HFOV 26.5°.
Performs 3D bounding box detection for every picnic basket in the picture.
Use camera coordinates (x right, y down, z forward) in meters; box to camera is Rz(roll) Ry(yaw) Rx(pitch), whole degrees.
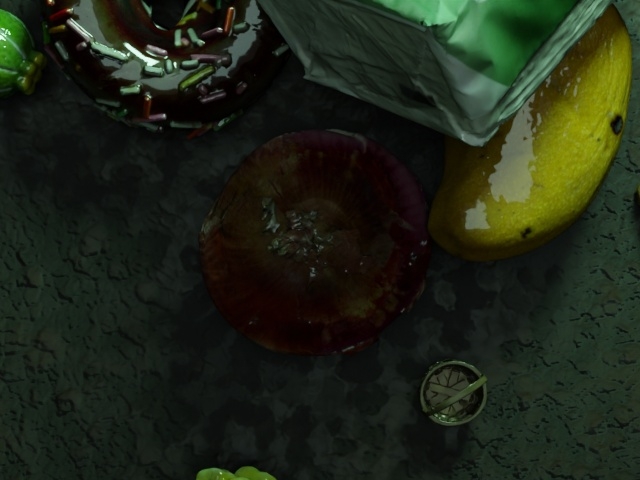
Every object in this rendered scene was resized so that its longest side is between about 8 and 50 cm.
[{"bbox_3d":[0.129,0.148,1.320,0.072,0.083,0.072,0,88,0],"label":"picnic basket"}]

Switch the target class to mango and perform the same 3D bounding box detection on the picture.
[{"bbox_3d":[0.202,-0.112,1.321,0.177,0.120,0.295,23,88,-7],"label":"mango"}]

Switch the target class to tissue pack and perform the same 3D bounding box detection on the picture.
[{"bbox_3d":[0.139,-0.285,1.220,0.266,0.194,0.356,28,71,42],"label":"tissue pack"}]

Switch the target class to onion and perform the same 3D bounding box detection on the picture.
[{"bbox_3d":[0.000,0.000,1.292,0.230,0.163,0.230,1,81,-7],"label":"onion"}]

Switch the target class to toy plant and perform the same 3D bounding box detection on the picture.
[{"bbox_3d":[-0.349,-0.196,1.338,0.162,0.093,0.093,27,87,2],"label":"toy plant"}]

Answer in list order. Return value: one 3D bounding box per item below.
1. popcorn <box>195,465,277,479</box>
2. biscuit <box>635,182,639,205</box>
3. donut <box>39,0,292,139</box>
[{"bbox_3d":[-0.095,0.297,1.282,0.173,0.142,0.173,0,87,-8],"label":"popcorn"},{"bbox_3d":[0.459,-0.013,1.358,0.254,0.029,0.172,-17,86,-1],"label":"biscuit"},{"bbox_3d":[-0.144,-0.234,1.317,0.269,0.103,0.270,-1,95,-8],"label":"donut"}]
